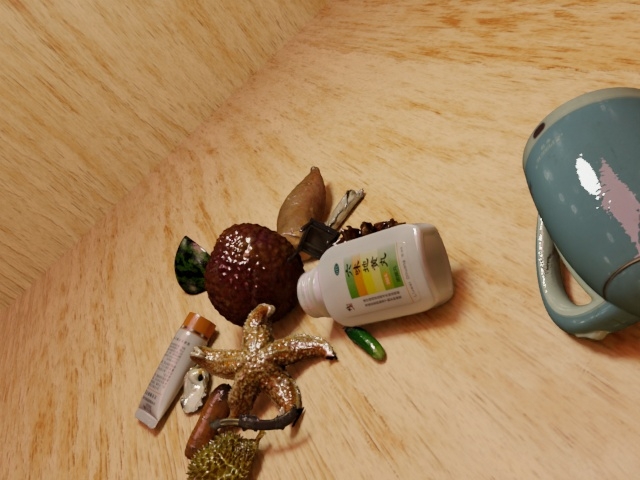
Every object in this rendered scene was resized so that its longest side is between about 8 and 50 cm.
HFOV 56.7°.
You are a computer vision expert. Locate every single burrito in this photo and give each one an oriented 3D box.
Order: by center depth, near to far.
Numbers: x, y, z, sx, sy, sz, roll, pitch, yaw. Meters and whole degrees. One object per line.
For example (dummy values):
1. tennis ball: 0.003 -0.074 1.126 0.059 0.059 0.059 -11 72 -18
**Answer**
1. burrito: 0.059 -0.082 1.640 0.171 0.042 0.051 -56 29 -15

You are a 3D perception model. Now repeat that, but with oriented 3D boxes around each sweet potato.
1. sweet potato: -0.052 -0.087 1.697 0.131 0.131 0.336 -23 36 32

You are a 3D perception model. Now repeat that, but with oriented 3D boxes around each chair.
1. chair: 0.000 0.000 1.459 0.101 0.084 0.212 -65 -9 21

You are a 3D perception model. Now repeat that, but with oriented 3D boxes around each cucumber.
1. cucumber: 0.088 0.205 1.241 0.037 0.037 0.155 -48 31 -8

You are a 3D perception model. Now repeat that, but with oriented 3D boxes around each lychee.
1. lychee: -0.167 0.086 1.485 0.261 0.260 0.260 -30 32 22

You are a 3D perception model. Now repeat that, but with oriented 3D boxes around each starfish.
1. starfish: -0.134 0.293 1.305 0.312 0.113 0.303 -46 56 -4

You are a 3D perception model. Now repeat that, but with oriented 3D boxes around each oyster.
1. oyster: -0.318 0.372 1.505 0.121 0.045 0.146 -44 37 -7

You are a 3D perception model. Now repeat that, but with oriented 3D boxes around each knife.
1. knife: -0.137 0.372 1.207 0.222 0.021 0.045 -18 79 27

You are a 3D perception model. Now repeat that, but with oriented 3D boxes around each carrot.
1. carrot: -0.255 0.416 1.364 0.060 0.060 0.186 1 55 50

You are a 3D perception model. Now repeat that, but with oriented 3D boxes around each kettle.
1. kettle: 0.456 -0.014 0.930 0.319 0.247 0.342 120 159 -45

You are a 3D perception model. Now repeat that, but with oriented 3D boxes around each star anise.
1. star anise: 0.117 0.000 1.391 0.177 0.073 0.234 -16 -10 6

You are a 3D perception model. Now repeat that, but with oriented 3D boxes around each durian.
1. durian: -0.194 0.451 1.208 0.208 0.102 0.146 -39 24 0

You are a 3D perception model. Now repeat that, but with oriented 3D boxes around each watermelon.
1. watermelon: -0.405 0.098 1.900 0.193 0.137 0.145 41 82 18

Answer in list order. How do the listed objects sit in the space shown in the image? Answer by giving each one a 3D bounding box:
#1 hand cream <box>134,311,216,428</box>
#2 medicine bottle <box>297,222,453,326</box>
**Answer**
1. hand cream: -0.392 0.346 1.591 0.140 0.089 0.314 6 59 54
2. medicine bottle: 0.104 0.082 1.249 0.324 0.179 0.124 -18 -6 38
